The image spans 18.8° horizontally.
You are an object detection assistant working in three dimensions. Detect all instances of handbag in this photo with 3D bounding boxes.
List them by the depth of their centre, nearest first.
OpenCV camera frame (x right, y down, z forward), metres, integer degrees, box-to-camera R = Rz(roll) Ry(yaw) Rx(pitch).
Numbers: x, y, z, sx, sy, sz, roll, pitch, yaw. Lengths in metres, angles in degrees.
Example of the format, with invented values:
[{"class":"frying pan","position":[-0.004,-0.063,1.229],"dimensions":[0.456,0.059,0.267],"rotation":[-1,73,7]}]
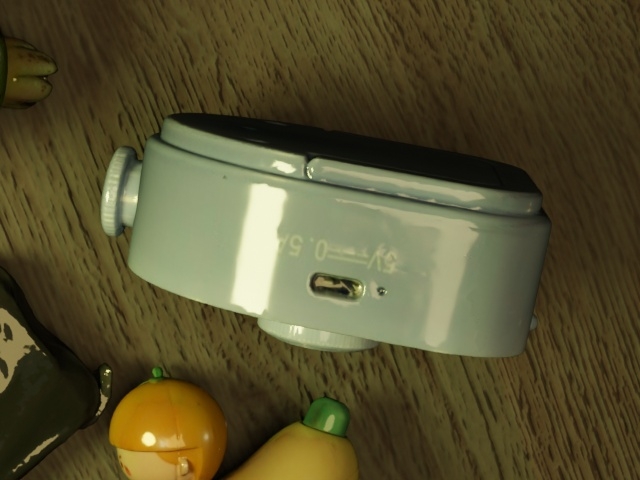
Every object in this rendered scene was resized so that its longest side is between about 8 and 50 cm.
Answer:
[{"class":"handbag","position":[-0.356,0.168,1.713],"dimensions":[0.332,0.075,0.192],"rotation":[-39,106,-8]}]

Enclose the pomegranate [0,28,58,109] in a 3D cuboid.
[{"class":"pomegranate","position":[-0.338,-0.145,1.627],"dimensions":[0.248,0.202,0.202],"rotation":[1,99,-47]}]

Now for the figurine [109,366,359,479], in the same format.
[{"class":"figurine","position":[-0.123,0.230,1.765],"dimensions":[0.324,0.124,0.222],"rotation":[-6,100,-11]}]

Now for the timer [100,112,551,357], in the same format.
[{"class":"timer","position":[0.000,0.000,1.642],"dimensions":[0.395,0.395,0.173],"rotation":[7,99,-16]}]
